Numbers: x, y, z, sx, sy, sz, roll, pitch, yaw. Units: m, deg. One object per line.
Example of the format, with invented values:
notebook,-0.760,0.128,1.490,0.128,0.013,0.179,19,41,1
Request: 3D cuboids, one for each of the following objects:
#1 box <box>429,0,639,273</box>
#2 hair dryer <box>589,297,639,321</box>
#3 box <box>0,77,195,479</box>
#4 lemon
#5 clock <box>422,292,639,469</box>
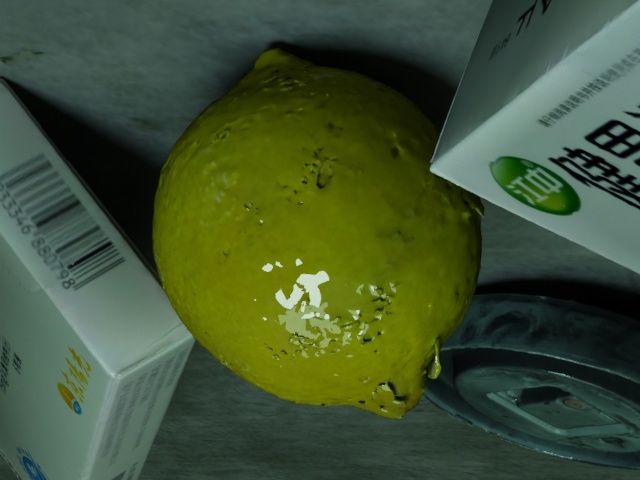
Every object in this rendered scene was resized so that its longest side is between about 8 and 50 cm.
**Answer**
box,0.175,-0.080,0.481,0.173,0.145,0.333,27,168,-6
hair dryer,0.229,0.051,0.944,0.083,0.031,0.079,19,140,-4
box,-0.189,0.064,0.916,0.200,0.065,0.343,50,152,13
lemon,0.000,0.000,0.735,0.173,0.206,0.173,-30,164,-10
clock,0.175,0.105,0.991,0.226,0.049,0.226,15,158,6
